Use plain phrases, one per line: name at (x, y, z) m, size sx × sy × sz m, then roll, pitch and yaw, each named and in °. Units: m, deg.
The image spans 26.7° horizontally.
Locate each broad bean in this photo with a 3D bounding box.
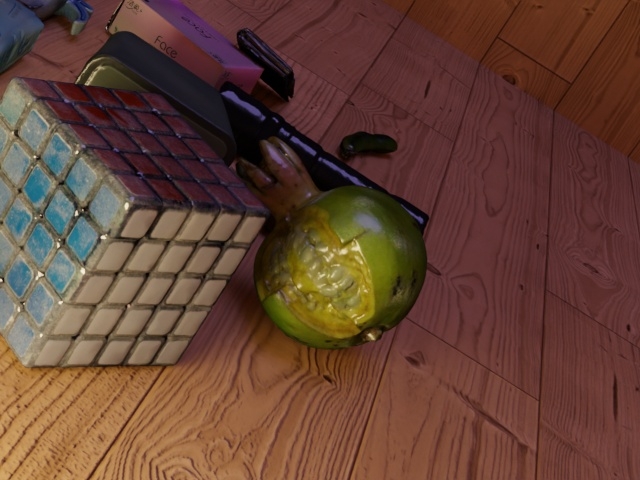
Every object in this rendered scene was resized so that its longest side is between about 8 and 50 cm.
broad bean at (0.085, -0.179, 2.566) m, size 0.069 × 0.039 × 0.227 m, roll 32°, pitch 21°, yaw 15°

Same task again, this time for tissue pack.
tissue pack at (-0.238, -0.339, 2.385) m, size 0.246 × 0.092 × 0.148 m, roll 39°, pitch 21°, yaw 18°
tissue pack at (-0.519, -0.310, 1.940) m, size 0.177 × 0.089 × 0.263 m, roll 32°, pitch 22°, yaw -6°

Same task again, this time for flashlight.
flashlight at (-0.008, -0.111, 2.220) m, size 0.424 × 0.103 × 0.103 m, roll 34°, pitch 21°, yaw -1°

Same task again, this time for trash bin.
trash bin at (-0.239, -0.172, 1.872) m, size 0.223 × 0.158 × 0.343 m, roll 33°, pitch 14°, yaw -12°

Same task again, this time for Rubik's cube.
Rubik's cube at (-0.246, -0.016, 1.491) m, size 0.238 × 0.237 × 0.237 m, roll 4°, pitch 36°, yaw -52°

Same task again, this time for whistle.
whistle at (-0.460, -0.421, 2.278) m, size 0.180 × 0.093 × 0.269 m, roll 32°, pitch 27°, yaw -2°

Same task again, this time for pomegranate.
pomegranate at (0.000, 0.000, 1.771) m, size 0.302 × 0.236 × 0.236 m, roll 54°, pitch 25°, yaw 6°

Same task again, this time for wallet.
wallet at (-0.100, -0.321, 2.489) m, size 0.124 × 0.042 × 0.230 m, roll 43°, pitch -6°, yaw 4°

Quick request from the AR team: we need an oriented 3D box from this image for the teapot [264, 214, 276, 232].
teapot at (-0.053, -0.027, 2.001) m, size 0.080 × 0.085 × 0.110 m, roll 30°, pitch 41°, yaw -4°
